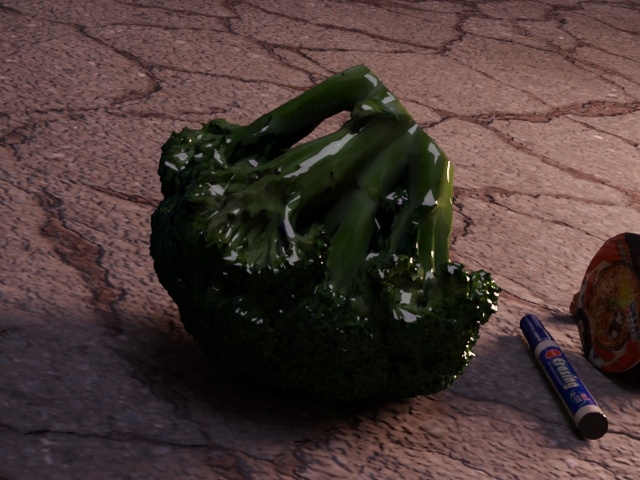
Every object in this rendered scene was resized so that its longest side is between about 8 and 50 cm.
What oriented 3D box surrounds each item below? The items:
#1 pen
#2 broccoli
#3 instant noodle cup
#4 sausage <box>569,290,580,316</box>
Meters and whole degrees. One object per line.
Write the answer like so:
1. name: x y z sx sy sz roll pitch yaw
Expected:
1. pen: 0.199 0.109 1.499 0.025 0.025 0.204 8 20 -12
2. broccoli: 0.000 0.000 1.379 0.294 0.245 0.265 44 9 13
3. instant noodle cup: 0.314 0.064 1.571 0.136 0.127 0.127 11 18 -26
4. sausage: 0.298 0.059 1.688 0.147 0.035 0.030 -1 0 -31
